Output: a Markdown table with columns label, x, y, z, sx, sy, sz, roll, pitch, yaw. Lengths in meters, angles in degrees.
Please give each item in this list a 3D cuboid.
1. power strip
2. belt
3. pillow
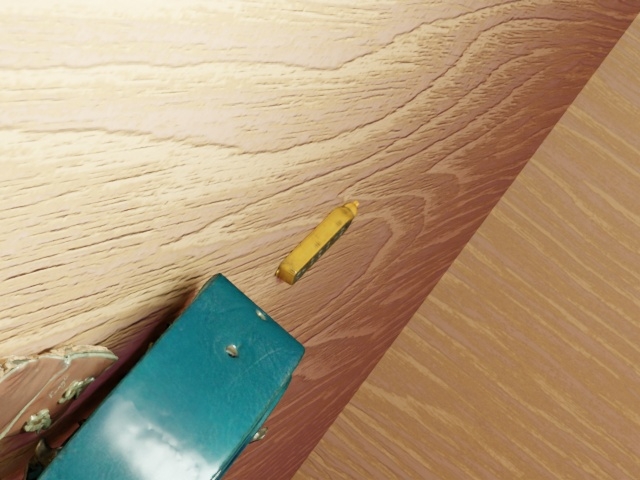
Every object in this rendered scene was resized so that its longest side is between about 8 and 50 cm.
| label | x | y | z | sx | sy | sz | roll | pitch | yaw |
| --- | --- | --- | --- | --- | --- | --- | --- | --- | --- |
| power strip | 0.000 | 0.000 | 1.884 | 0.178 | 0.028 | 0.049 | -46 | 166 | -26 |
| belt | -0.188 | 0.227 | 1.403 | 0.436 | 0.173 | 0.300 | -46 | 178 | -45 |
| pillow | -0.290 | 0.153 | 1.242 | 0.126 | 0.043 | 0.232 | -50 | 168 | 9 |
